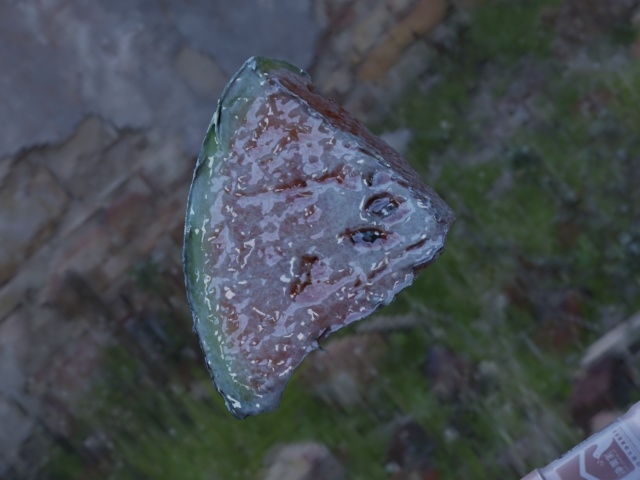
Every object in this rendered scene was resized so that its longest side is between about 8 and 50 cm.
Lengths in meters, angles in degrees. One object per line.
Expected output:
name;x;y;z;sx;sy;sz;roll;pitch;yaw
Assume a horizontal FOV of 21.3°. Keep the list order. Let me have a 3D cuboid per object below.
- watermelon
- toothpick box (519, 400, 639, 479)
watermelon;0.000;0.000;0.890;0.139;0.187;0.071;3;-1;-1
toothpick box;0.233;0.201;1.358;0.149;0.098;0.098;-34;17;3
